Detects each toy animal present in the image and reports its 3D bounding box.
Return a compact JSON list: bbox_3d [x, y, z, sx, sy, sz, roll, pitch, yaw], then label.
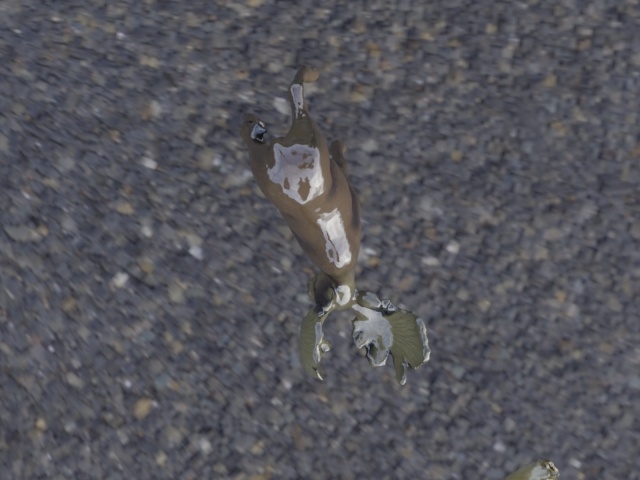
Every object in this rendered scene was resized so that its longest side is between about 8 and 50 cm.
[{"bbox_3d":[0.000,0.000,1.099,0.094,0.186,0.214,-23,141,5],"label":"toy animal"}]

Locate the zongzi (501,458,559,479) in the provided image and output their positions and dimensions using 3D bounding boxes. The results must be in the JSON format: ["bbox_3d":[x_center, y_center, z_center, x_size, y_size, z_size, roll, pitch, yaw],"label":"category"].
[{"bbox_3d":[0.121,0.238,0.906,0.099,0.197,0.194,-10,69,-26],"label":"zongzi"}]
